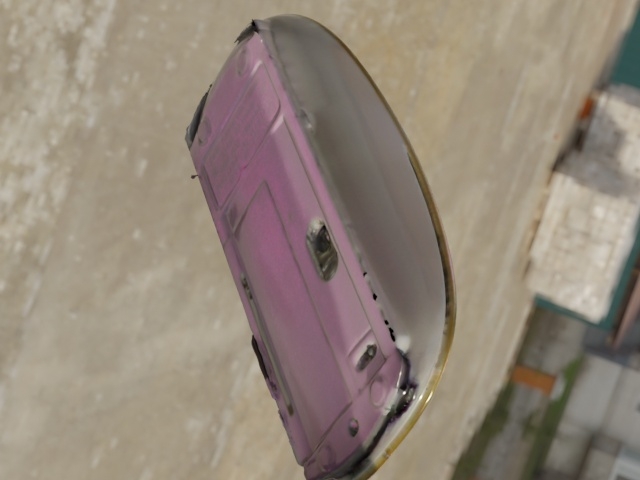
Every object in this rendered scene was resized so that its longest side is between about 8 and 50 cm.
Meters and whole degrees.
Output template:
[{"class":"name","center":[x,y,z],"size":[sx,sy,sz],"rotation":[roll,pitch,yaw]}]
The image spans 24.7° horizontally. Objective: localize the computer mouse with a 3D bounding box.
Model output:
[{"class":"computer mouse","center":[0.000,0.000,0.882],"size":[0.158,0.071,0.310],"rotation":[-56,-138,37]}]
